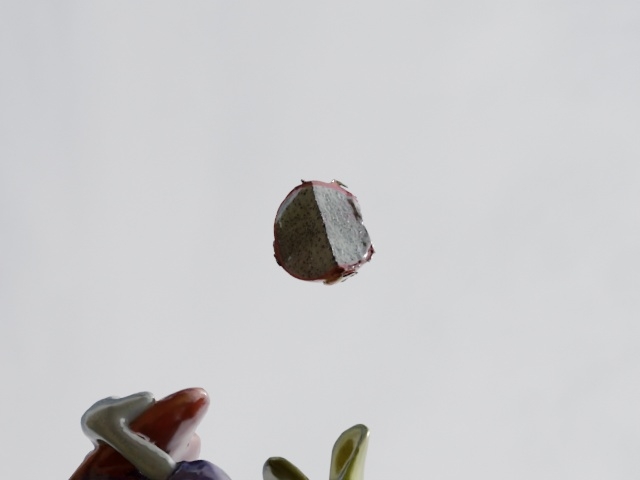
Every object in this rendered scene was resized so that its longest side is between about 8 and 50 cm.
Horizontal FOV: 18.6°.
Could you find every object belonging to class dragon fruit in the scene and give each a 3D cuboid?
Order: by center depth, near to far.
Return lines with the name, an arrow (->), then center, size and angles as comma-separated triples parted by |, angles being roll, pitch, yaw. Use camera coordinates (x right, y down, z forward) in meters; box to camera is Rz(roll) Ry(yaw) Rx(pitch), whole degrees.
dragon fruit -> 0.000, 0.000, 1.479 | 0.060, 0.056, 0.083 | -32, -109, 33

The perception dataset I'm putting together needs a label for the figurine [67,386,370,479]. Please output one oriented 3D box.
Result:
figurine -> -0.087, 0.192, 1.202 | 0.421, 0.154, 0.193 | -7, -119, -18
